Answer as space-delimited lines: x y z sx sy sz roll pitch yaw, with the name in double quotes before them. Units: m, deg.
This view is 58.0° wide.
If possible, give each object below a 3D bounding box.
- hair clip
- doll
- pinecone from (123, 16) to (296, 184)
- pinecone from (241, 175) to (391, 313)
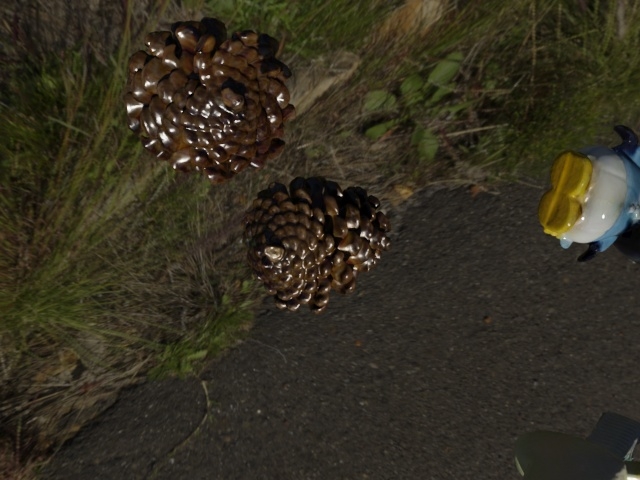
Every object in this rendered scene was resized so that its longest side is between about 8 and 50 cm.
"hair clip" 0.312 0.259 0.654 0.218 0.159 0.071 -11 101 -41
"doll" 0.409 -0.039 0.682 0.314 0.141 0.177 4 110 -19
"pinecone" -0.129 -0.159 0.656 0.195 0.150 0.179 10 108 17
"pinecone" 0.002 0.001 0.426 0.109 0.102 0.102 -9 85 -22
